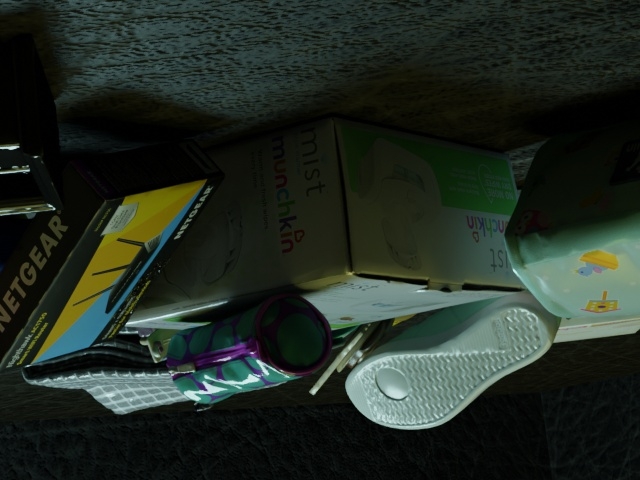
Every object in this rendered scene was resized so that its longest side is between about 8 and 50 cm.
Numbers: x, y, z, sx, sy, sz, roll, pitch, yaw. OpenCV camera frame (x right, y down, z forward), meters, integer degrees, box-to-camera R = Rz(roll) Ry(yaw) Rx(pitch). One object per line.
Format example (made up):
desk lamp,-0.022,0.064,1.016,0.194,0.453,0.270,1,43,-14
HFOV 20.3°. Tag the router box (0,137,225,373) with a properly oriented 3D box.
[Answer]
router box,-0.163,0.011,1.285,0.133,0.046,0.179,-15,147,-53

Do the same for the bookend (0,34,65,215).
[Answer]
bookend,-0.239,-0.060,1.070,0.156,0.072,0.157,-5,170,-5

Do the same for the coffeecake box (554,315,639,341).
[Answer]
coffeecake box,0.360,0.089,2.376,0.142,0.068,0.185,-6,171,0

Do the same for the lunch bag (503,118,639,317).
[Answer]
lunch bag,0.290,-0.024,1.404,0.223,0.160,0.262,-12,175,32

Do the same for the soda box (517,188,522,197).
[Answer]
soda box,0.222,-0.011,1.674,0.216,0.074,0.069,-5,171,-9

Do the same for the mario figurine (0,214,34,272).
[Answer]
mario figurine,-0.302,-0.015,1.279,0.198,0.170,0.320,-54,158,25

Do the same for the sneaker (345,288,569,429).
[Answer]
sneaker,0.149,0.097,1.779,0.256,0.094,0.151,-28,-169,34

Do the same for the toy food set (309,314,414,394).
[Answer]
toy food set,0.064,0.090,1.840,0.132,0.038,0.192,-53,178,39

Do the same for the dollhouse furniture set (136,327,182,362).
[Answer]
dollhouse furniture set,-0.161,0.054,1.656,0.091,0.114,0.081,-6,-158,33

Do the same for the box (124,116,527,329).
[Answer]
box,0.000,0.000,1.428,0.231,0.127,0.262,-14,168,35

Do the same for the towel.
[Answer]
towel,-0.180,0.120,2.034,0.283,0.121,0.235,-10,169,22

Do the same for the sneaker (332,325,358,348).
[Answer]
sneaker,-0.005,0.051,1.777,0.178,0.124,0.295,-2,174,38

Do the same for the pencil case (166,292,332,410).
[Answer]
pencil case,-0.056,0.083,1.330,0.070,0.064,0.151,-14,175,-35
